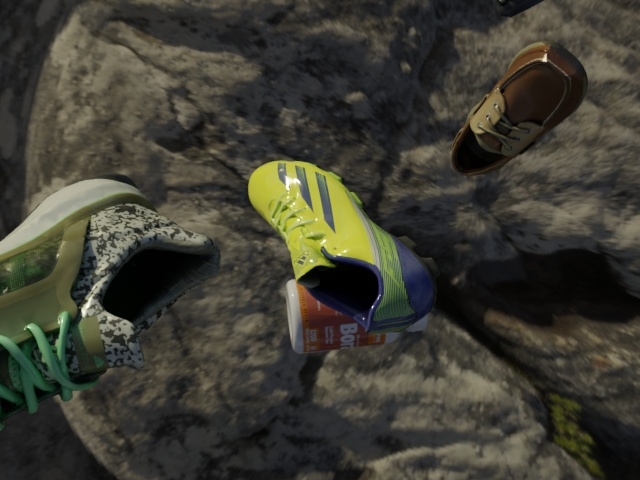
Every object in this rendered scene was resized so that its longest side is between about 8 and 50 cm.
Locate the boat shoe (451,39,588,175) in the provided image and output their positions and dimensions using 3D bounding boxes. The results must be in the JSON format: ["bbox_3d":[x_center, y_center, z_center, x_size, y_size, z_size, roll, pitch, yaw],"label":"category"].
[{"bbox_3d":[0.291,-0.180,1.481,0.122,0.324,0.120,39,68,3],"label":"boat shoe"}]

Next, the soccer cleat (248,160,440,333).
[{"bbox_3d":[0.000,-0.001,1.058,0.289,0.121,0.093,39,135,34],"label":"soccer cleat"}]

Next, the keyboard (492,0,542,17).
[{"bbox_3d":[0.375,-0.490,1.474,0.317,0.033,0.201,-28,72,10],"label":"keyboard"}]

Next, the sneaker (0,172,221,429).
[{"bbox_3d":[-0.239,0.081,0.820,0.182,0.410,0.158,10,132,36],"label":"sneaker"}]

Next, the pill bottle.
[{"bbox_3d":[0.057,0.111,1.563,0.216,0.121,0.121,-6,91,-5],"label":"pill bottle"}]
